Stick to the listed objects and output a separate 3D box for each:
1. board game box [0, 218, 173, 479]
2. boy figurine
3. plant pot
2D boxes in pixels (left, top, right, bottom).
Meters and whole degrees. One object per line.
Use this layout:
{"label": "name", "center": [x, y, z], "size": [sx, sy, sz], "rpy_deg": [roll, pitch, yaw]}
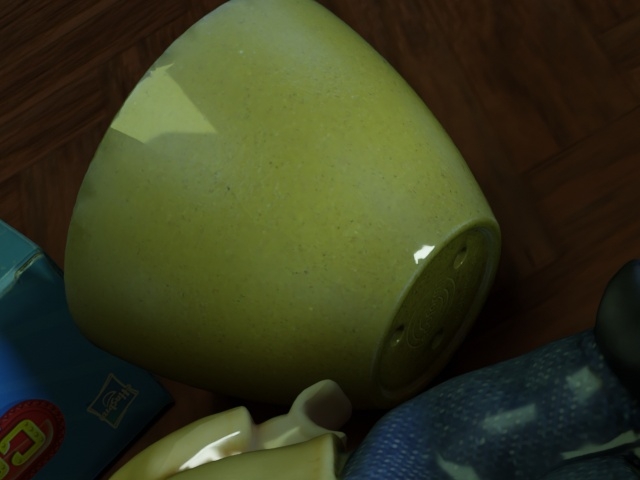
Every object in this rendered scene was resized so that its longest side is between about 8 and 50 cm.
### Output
{"label": "board game box", "center": [-0.255, 0.091, 0.685], "size": [0.302, 0.086, 0.308], "rpy_deg": [-45, 35, -12]}
{"label": "boy figurine", "center": [-0.019, 0.116, 0.448], "size": [0.285, 0.092, 0.177], "rpy_deg": [-29, 36, 12]}
{"label": "plant pot", "center": [0.000, 0.000, 0.551], "size": [0.095, 0.134, 0.134], "rpy_deg": [30, 69, 25]}
